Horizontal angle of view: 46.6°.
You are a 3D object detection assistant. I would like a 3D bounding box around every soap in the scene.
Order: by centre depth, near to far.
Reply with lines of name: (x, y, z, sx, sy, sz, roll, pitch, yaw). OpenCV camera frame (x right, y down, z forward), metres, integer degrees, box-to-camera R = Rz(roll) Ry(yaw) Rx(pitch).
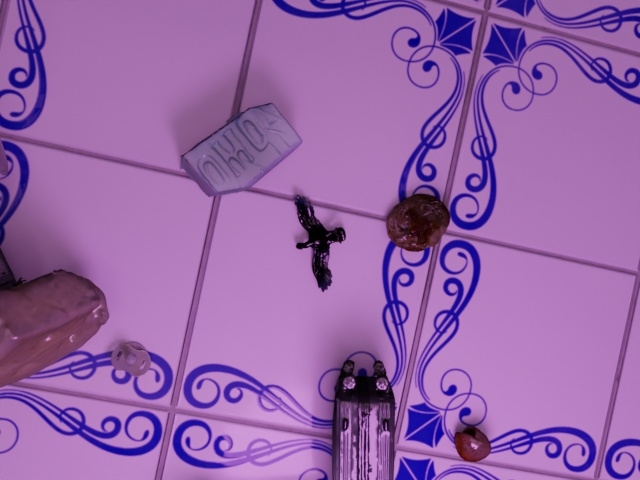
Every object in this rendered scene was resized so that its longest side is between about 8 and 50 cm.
soap: (-0.171, -0.184, 1.555, 0.230, 0.091, 0.145, -41, 97, -6)

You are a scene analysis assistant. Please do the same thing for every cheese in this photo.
cheese: (-0.555, 0.172, 1.396, 0.318, 0.326, 0.115, -32, 83, -17)

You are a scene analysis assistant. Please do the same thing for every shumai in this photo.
shumai: (0.226, -0.042, 1.626, 0.139, 0.105, 0.123, -24, 92, -33)

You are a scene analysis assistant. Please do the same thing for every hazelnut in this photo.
hazelnut: (0.340, 0.454, 1.663, 0.086, 0.086, 0.086, 0, 92, -9)

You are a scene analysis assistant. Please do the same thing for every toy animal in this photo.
toy animal: (0.000, 0.000, 1.611, 0.108, 0.062, 0.220, -18, 96, 10)

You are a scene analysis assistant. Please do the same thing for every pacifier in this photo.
pacifier: (-0.392, 0.244, 1.549, 0.083, 0.064, 0.068, 25, 71, -9)

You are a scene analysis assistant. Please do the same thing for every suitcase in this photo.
suitcase: (0.088, 0.421, 1.562, 0.128, 0.202, 0.312, 0, 93, 1)

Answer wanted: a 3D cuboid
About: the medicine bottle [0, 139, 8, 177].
medicine bottle: (-0.812, -0.141, 1.396, 0.379, 0.213, 0.213, -21, 95, -8)

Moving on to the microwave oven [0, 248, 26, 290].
microwave oven: (-0.695, 0.071, 1.406, 0.194, 0.240, 0.145, -28, 95, -7)
